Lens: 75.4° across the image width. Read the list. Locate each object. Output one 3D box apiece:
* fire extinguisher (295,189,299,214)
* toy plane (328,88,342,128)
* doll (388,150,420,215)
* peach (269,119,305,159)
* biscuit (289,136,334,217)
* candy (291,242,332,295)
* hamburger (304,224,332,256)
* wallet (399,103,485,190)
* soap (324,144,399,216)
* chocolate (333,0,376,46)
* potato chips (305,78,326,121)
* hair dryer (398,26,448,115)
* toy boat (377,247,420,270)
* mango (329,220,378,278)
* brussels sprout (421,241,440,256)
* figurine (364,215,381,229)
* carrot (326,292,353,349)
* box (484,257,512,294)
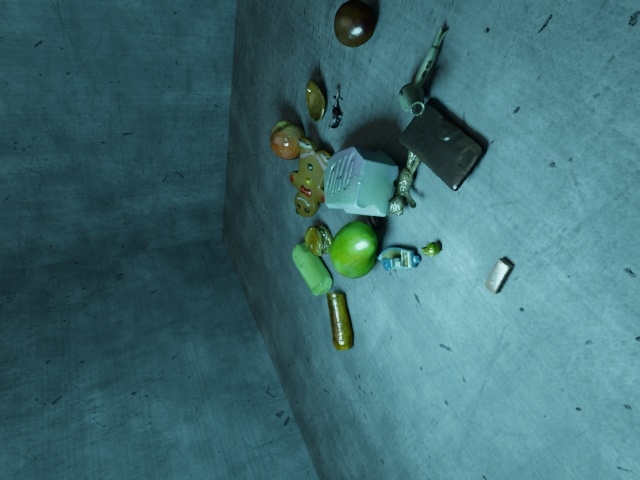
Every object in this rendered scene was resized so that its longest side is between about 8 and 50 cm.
[{"bbox_3d":[-0.079,-0.286,2.298,0.118,0.093,0.295,27,126,27],"label":"fire extinguisher"},{"bbox_3d":[0.068,-0.602,1.932,0.078,0.053,0.197,-118,26,-49],"label":"toy plane"},{"bbox_3d":[0.306,-0.229,1.548,0.202,0.091,0.286,22,119,45],"label":"doll"},{"bbox_3d":[-0.178,-0.550,2.314,0.232,0.232,0.233,32,127,57],"label":"peach"},{"bbox_3d":[-0.057,-0.298,2.159,0.283,0.064,0.432,36,130,23],"label":"biscuit"},{"bbox_3d":[-0.051,0.155,2.343,0.142,0.131,0.344,84,159,-45],"label":"candy"},{"bbox_3d":[0.000,0.000,2.224,0.185,0.113,0.177,-35,62,53],"label":"hamburger"},{"bbox_3d":[0.387,-0.311,1.346,0.165,0.042,0.310,-59,46,31],"label":"wallet"},{"bbox_3d":[0.143,-0.243,1.683,0.446,0.156,0.262,-161,83,-72],"label":"soap"},{"bbox_3d":[0.135,-0.833,1.597,0.176,0.176,0.177,32,127,57],"label":"chocolate"},{"bbox_3d":[-0.013,-0.691,2.051,0.208,0.061,0.195,56,150,38],"label":"potato chips"},{"bbox_3d":[0.328,-0.511,1.318,0.267,0.092,0.229,116,169,-49],"label":"hair dryer"},{"bbox_3d":[0.294,0.074,1.650,0.215,0.102,0.088,4,100,64],"label":"toy boat"},{"bbox_3d":[0.151,0.042,1.781,0.382,0.201,0.225,124,139,-69],"label":"mango"},{"bbox_3d":[0.396,0.035,1.492,0.051,0.046,0.083,-61,6,-23],"label":"brussels sprout"},{"bbox_3d":[0.225,-0.082,1.799,0.129,0.054,0.072,119,151,-62],"label":"figurine"},{"bbox_3d":[0.102,0.415,2.152,0.114,0.114,0.302,-19,78,64],"label":"carrot"},{"bbox_3d":[0.537,0.109,1.254,0.048,0.025,0.115,56,145,43],"label":"box"}]
